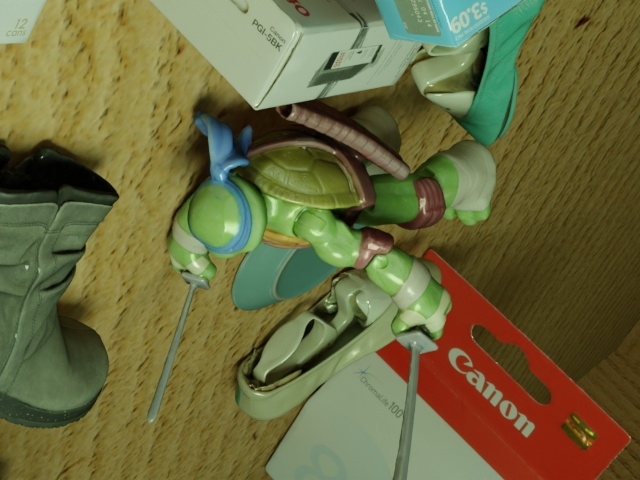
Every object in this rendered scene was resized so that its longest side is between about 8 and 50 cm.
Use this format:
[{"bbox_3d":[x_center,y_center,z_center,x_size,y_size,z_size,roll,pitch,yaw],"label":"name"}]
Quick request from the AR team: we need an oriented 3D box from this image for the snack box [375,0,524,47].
[{"bbox_3d":[0.135,-0.258,0.664,0.322,0.060,0.187,-37,119,-23],"label":"snack box"}]

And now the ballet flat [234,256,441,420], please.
[{"bbox_3d":[0.016,0.083,1.281,0.248,0.086,0.086,-39,161,-13],"label":"ballet flat"}]

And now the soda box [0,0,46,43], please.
[{"bbox_3d":[-0.187,-0.112,0.453,0.216,0.069,0.074,-16,146,-54],"label":"soda box"}]

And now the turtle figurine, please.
[{"bbox_3d":[0.000,0.016,0.926,0.197,0.275,0.266,-15,-171,40],"label":"turtle figurine"}]

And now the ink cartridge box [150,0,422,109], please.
[{"bbox_3d":[-0.014,-0.130,0.724,0.135,0.099,0.056,-18,149,-51],"label":"ink cartridge box"}]

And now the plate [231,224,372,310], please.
[{"bbox_3d":[0.000,0.000,1.145,0.188,0.024,0.188,-38,160,-16],"label":"plate"}]

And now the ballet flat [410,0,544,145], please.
[{"bbox_3d":[0.113,-0.152,1.001,0.087,0.083,0.247,-13,153,-12],"label":"ballet flat"}]

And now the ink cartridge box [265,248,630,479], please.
[{"bbox_3d":[0.129,0.248,1.490,0.091,0.308,0.385,-27,154,-45],"label":"ink cartridge box"}]

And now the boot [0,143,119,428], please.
[{"bbox_3d":[-0.166,0.028,0.785,0.161,0.083,0.246,-54,161,9],"label":"boot"}]
